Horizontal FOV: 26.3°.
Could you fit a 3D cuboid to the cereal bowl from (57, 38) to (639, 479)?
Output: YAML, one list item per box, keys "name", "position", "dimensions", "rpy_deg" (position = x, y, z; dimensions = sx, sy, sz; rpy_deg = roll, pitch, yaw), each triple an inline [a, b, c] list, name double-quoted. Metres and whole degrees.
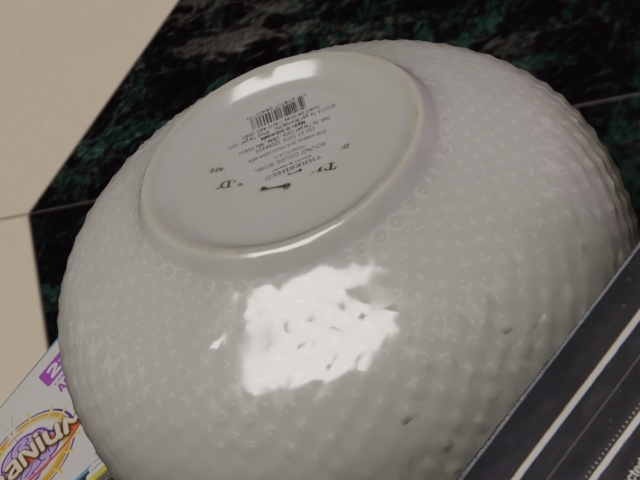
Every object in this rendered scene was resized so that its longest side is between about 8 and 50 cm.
- name: "cereal bowl"
  position: [0.000, 0.000, 0.760]
  dimensions: [0.339, 0.141, 0.339]
  rpy_deg: [-14, 42, 14]

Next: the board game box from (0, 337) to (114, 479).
- name: "board game box"
  position: [-0.121, 0.209, 0.794]
  dimensions: [0.242, 0.064, 0.316]
  rpy_deg: [-50, 45, -7]

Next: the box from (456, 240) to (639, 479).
- name: "box"
  position: [0.225, 0.141, 0.520]
  dimensions: [0.296, 0.183, 0.294]
  rpy_deg: [-51, 47, -7]
